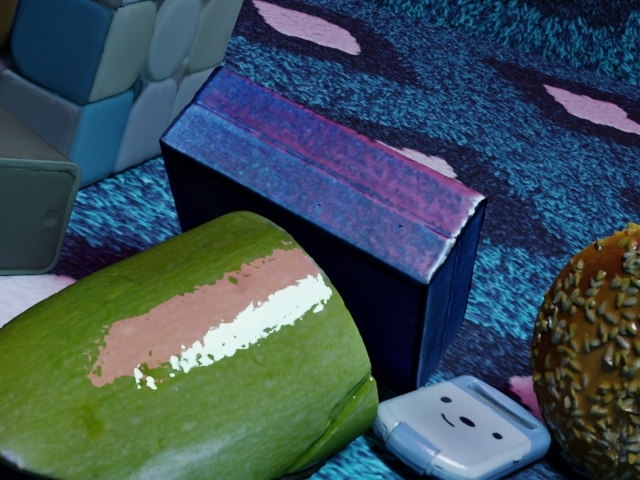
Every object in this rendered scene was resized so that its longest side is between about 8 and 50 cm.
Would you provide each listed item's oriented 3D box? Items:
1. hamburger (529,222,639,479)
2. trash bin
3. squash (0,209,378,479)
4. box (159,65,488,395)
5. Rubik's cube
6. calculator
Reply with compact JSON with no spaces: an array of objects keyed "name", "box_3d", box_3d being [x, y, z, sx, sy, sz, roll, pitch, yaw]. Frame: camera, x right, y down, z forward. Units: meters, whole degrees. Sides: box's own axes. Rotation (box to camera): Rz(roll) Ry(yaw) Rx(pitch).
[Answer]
[{"name":"hamburger","box_3d":[0.353,0.114,1.270,0.291,0.291,0.225,33,16,26]},{"name":"trash bin","box_3d":[-0.366,-0.075,1.249,0.164,0.122,0.240,0,28,-43]},{"name":"squash","box_3d":[-0.140,0.127,1.067,0.309,0.210,0.233,-31,53,-29]},{"name":"box","box_3d":[0.000,0.000,1.227,0.279,0.261,0.116,29,67,16]},{"name":"Rubik's cube","box_3d":[-0.309,-0.302,1.519,0.344,0.347,0.346,28,22,13]},{"name":"calculator","box_3d":[0.135,0.181,1.224,0.121,0.039,0.210,37,25,29]}]
